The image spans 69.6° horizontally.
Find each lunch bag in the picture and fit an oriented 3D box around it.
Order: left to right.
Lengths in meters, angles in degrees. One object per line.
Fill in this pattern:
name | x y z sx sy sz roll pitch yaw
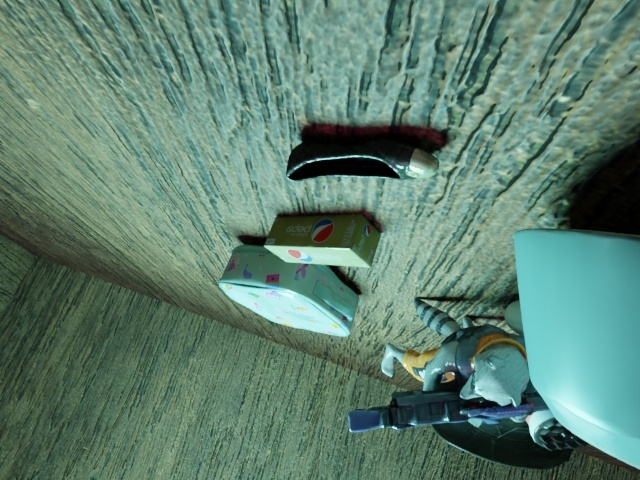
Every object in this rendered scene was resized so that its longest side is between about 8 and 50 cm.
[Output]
lunch bag | -0.050 0.108 0.964 0.224 0.108 0.279 0 154 32

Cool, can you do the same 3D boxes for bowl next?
bowl | 0.310 0.102 0.392 0.312 0.163 0.311 14 -179 0

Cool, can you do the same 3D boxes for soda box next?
soda box | 0.000 0.000 0.717 0.181 0.058 0.061 2 153 42

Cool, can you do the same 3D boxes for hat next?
hat | 0.402 0.343 1.034 0.331 0.331 0.134 12 121 23

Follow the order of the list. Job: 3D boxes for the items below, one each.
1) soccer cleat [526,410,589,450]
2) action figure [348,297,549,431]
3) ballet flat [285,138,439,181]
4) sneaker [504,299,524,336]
soccer cleat | 0.489 0.257 0.748 0.318 0.116 0.108 -8 122 5
action figure | 0.194 0.192 0.736 0.341 0.178 0.330 -4 177 -11
ballet flat | 0.041 -0.078 0.493 0.173 0.049 0.057 8 157 31
sneaker | 0.337 0.090 0.630 0.094 0.080 0.212 56 156 -16
